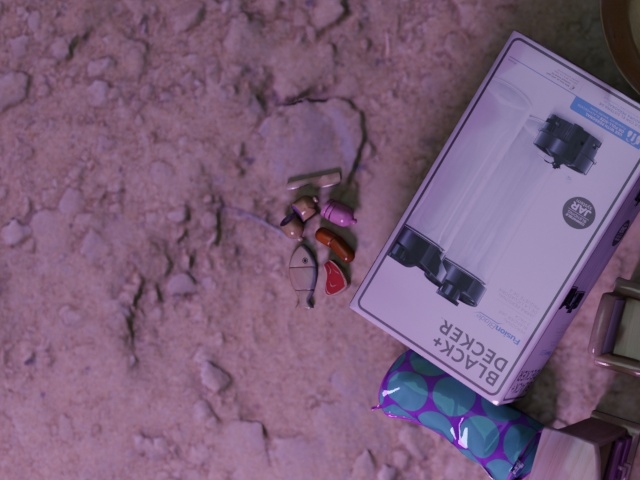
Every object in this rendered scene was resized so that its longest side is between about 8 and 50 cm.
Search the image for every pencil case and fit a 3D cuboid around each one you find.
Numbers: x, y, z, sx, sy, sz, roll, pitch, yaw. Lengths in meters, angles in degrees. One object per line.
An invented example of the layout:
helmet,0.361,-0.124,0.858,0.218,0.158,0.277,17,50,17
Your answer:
pencil case,0.126,0.161,1.607,0.151,0.064,0.070,32,94,18

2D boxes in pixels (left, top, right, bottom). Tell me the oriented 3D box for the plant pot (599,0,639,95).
plant pot,0.360,-0.207,1.537,0.236,0.032,0.236,-2,84,17

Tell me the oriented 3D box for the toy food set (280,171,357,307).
toy food set,0.000,0.000,1.679,0.078,0.019,0.122,-11,85,19

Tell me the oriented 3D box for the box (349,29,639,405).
box,0.174,-0.018,1.581,0.169,0.087,0.290,35,100,17

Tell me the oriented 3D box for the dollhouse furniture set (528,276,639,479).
dollhouse furniture set,0.341,0.207,1.458,0.303,0.198,0.286,16,95,19
